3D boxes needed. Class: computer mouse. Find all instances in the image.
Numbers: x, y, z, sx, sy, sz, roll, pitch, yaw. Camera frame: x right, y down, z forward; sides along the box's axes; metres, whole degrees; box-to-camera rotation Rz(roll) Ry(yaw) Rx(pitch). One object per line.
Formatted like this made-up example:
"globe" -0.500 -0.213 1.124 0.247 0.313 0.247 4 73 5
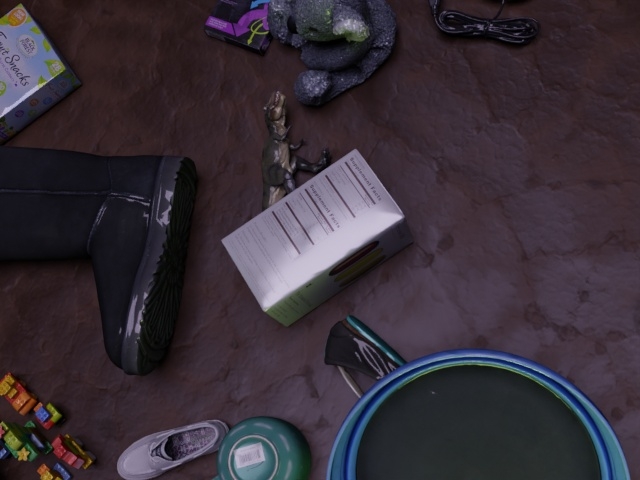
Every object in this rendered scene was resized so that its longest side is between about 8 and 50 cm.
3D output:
"computer mouse" 0.270 -0.448 1.384 0.184 0.060 0.262 3 88 8

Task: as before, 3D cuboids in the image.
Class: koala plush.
"koala plush" 0.021 -0.353 1.316 0.203 0.221 0.196 -22 76 1

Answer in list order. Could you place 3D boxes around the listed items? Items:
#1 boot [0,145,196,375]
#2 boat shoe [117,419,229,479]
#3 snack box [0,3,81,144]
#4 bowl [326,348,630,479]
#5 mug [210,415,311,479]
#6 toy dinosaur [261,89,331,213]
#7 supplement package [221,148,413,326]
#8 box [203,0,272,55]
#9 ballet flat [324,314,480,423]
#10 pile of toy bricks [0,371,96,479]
"boot" -0.447 0.019 1.358 0.444 0.146 0.367 4 67 9
"boat shoe" -0.229 0.319 1.282 0.184 0.063 0.066 -15 73 7
"snack box" -0.560 -0.290 1.505 0.207 0.070 0.174 -37 71 -1
"bowl" 0.205 0.328 1.119 0.391 0.077 0.391 2 98 11
"mug" -0.092 0.334 1.232 0.129 0.097 0.158 25 82 16
"toy dinosaur" -0.052 -0.105 1.361 0.118 0.064 0.268 5 79 20
"supplement package" 0.000 0.000 1.278 0.244 0.139 0.134 -34 70 2
"box" -0.117 -0.413 1.467 0.116 0.029 0.162 23 80 16
"ballet flat" 0.122 0.219 1.226 0.280 0.095 0.096 34 95 21
"pile of toy bricks" -0.464 0.304 1.312 0.212 0.105 0.118 40 86 18
